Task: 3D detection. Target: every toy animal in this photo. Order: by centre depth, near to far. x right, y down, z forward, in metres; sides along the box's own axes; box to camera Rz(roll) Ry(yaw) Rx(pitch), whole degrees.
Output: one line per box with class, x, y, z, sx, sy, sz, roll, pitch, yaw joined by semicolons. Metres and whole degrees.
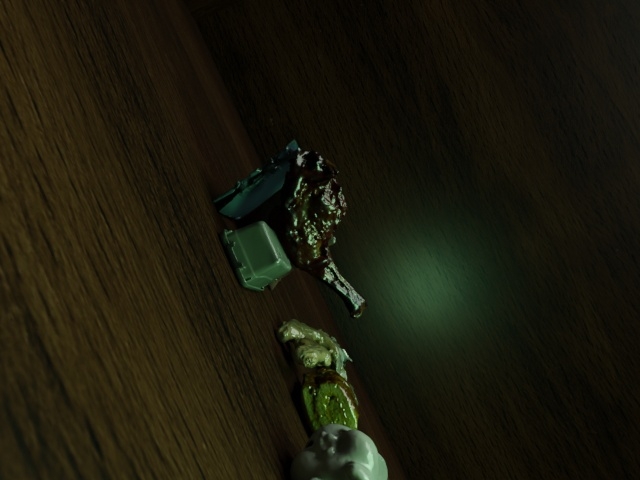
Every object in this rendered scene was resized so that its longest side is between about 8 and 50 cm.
toy animal;0.042;0.364;0.690;0.193;0.127;0.179;-115;-178;-59

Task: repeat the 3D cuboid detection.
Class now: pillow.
pillow;-0.091;-0.028;1.221;0.084;0.236;0.223;-5;60;-54

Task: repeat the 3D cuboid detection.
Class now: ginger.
ginger;-0.037;0.224;1.067;0.149;0.065;0.258;29;2;11

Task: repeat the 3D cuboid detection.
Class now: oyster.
oyster;0.048;0.391;1.473;0.223;0.083;0.214;-106;169;-47

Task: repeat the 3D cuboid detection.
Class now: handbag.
handbag;-0.127;-0.132;1.107;0.057;0.221;0.144;56;2;4

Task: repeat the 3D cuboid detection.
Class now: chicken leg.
chicken leg;0.000;0.000;1.097;0.096;0.157;0.407;-96;169;-69

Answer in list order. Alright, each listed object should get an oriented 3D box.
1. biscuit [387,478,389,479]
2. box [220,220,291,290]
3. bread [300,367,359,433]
biscuit;0.188;0.730;1.367;0.208;0.049;0.181;-95;159;-86
box;-0.124;0.029;1.019;0.172;0.092;0.124;58;7;-80
bread;0.018;0.324;0.997;0.172;0.103;0.132;91;-25;-83
